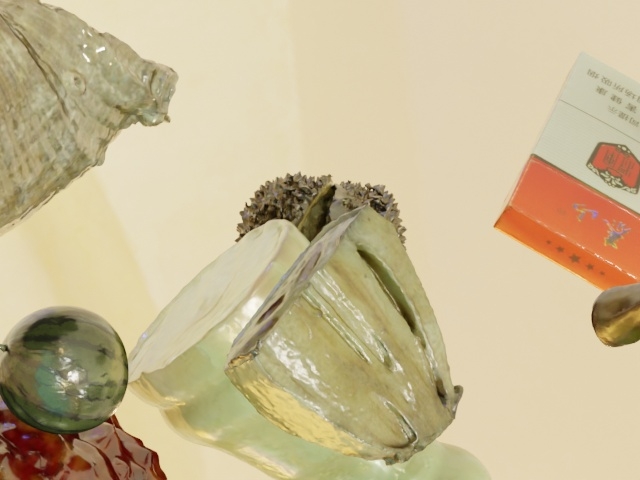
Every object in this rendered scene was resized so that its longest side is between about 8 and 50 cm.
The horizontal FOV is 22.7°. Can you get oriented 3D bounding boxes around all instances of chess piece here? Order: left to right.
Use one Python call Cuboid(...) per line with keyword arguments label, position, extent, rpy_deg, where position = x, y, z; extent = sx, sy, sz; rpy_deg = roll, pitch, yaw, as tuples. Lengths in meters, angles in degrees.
Cuboid(label="chess piece", position=(0.029, 0.207, 1.598), extent=(0.442, 0.234, 0.234), rpy_deg=(46, -24, -15))

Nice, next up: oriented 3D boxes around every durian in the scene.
Cuboid(label="durian", position=(0.000, 0.000, 1.728), extent=(0.196, 0.196, 0.167), rpy_deg=(46, -43, 24))

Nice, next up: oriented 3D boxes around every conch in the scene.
Cuboid(label="conch", position=(-0.292, -0.078, 1.183), extent=(0.297, 0.352, 0.210), rpy_deg=(-23, -127, 63))

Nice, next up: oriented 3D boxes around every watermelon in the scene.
Cuboid(label="watermelon", position=(-0.218, 0.100, 1.276), extent=(0.105, 0.133, 0.105), rpy_deg=(-37, -137, 44))

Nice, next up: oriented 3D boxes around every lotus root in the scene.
Cuboid(label="lotus root", position=(0.016, 0.077, 0.998), extent=(0.144, 0.143, 0.070), rpy_deg=(53, -34, -10))

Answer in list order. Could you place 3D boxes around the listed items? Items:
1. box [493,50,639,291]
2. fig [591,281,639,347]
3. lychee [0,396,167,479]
Cuboid(label="box", position=(0.237, -0.055, 1.303), extent=(0.139, 0.245, 0.035), rpy_deg=(31, -48, 3))
Cuboid(label="fig", position=(0.260, 0.013, 0.736), extent=(0.321, 0.217, 0.217), rpy_deg=(-23, -82, 37))
Cuboid(label="lychee", position=(-0.319, 0.304, 1.393), extent=(0.500, 0.425, 0.424), rpy_deg=(64, -26, 8))
